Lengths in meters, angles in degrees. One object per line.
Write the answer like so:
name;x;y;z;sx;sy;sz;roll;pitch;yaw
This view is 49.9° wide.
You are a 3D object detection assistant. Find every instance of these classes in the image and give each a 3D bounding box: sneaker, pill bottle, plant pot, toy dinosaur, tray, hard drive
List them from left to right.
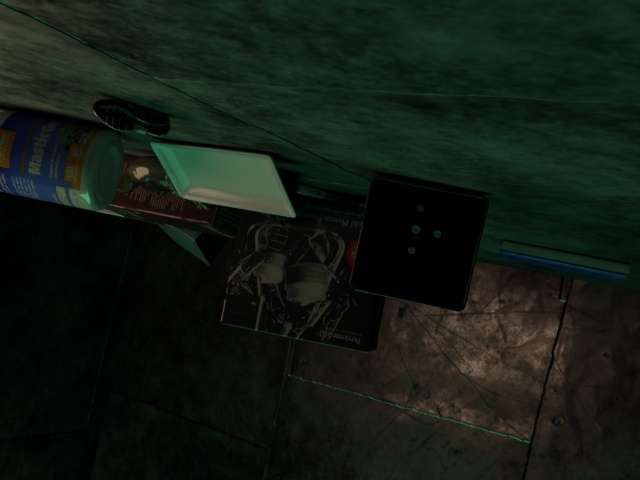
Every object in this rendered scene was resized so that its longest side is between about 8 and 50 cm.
pill bottle;-0.512;-0.151;1.244;0.272;0.152;0.152;11;178;3
sneaker;-0.262;-0.165;0.940;0.109;0.040;0.044;14;179;-42
toy dinosaur;-0.338;-0.143;1.500;0.313;0.121;0.160;16;168;25
plant pot;-0.368;-0.076;1.911;0.234;0.165;0.165;28;160;19
tray;-0.170;-0.118;1.222;0.270;0.030;0.145;11;143;30
plant pot;0.161;-0.006;1.161;0.188;0.187;0.167;11;-170;4
hard drive;0.653;0.055;1.879;0.319;0.040;0.210;12;178;13

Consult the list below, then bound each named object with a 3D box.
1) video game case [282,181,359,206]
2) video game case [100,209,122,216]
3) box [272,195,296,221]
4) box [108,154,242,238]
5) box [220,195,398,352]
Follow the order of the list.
video game case;-0.040;-0.108;1.598;0.183;0.023;0.201;13;179;-40
video game case;-0.515;-0.085;2.129;0.329;0.036;0.300;12;-175;-13
box;-0.136;-0.095;1.400;0.175;0.051;0.220;29;178;-1
box;-0.366;-0.108;1.698;0.381;0.143;0.191;9;172;22
box;-0.017;0.070;1.577;0.343;0.312;0.179;9;176;12
